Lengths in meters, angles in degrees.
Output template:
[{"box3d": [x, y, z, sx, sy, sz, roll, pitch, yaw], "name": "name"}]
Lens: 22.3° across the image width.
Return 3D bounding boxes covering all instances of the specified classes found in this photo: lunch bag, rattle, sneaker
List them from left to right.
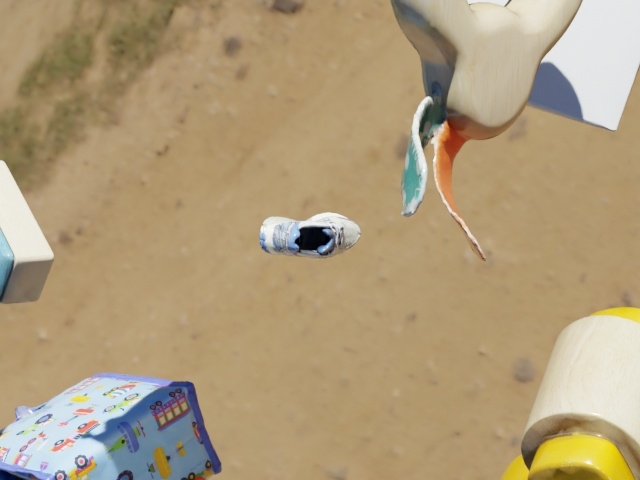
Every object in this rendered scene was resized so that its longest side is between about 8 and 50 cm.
[{"box3d": [-0.307, 0.252, 2.016, 0.293, 0.221, 0.138, 15, 129, 48], "name": "lunch bag"}, {"box3d": [0.000, 0.000, 1.746, 0.058, 0.135, 0.052, 10, 102, 45], "name": "sneaker"}, {"box3d": [0.037, -0.105, 0.718, 0.142, 0.130, 0.200, 16, 101, 26], "name": "rattle"}]

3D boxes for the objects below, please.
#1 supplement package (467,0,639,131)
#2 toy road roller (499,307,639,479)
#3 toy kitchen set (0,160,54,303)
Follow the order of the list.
[{"box3d": [0.124, -0.126, 0.888, 0.179, 0.105, 0.105, -45, -25, -82], "name": "supplement package"}, {"box3d": [0.239, 0.241, 1.511, 0.240, 0.329, 0.202, -9, 33, 31], "name": "toy road roller"}, {"box3d": [-0.340, 0.052, 1.333, 0.122, 0.166, 0.207, 55, 134, 35], "name": "toy kitchen set"}]
